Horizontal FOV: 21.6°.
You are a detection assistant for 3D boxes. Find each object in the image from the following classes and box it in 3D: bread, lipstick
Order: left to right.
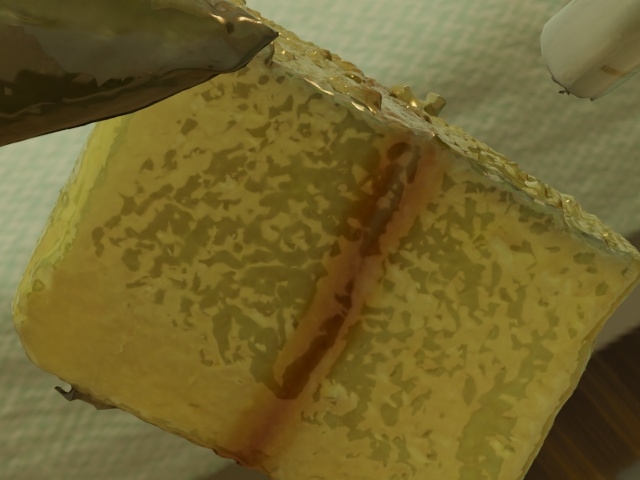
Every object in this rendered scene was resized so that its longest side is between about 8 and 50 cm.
[{"bbox_3d":[0.000,0.000,0.835,0.198,0.263,0.236,-59,10,16],"label":"bread"},{"bbox_3d":[0.210,-0.154,0.882,0.059,0.264,0.059,11,64,-25],"label":"lipstick"}]

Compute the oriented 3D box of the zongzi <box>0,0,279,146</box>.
[{"bbox_3d":[-0.259,0.009,0.446,0.392,0.174,0.356,26,103,0],"label":"zongzi"}]
